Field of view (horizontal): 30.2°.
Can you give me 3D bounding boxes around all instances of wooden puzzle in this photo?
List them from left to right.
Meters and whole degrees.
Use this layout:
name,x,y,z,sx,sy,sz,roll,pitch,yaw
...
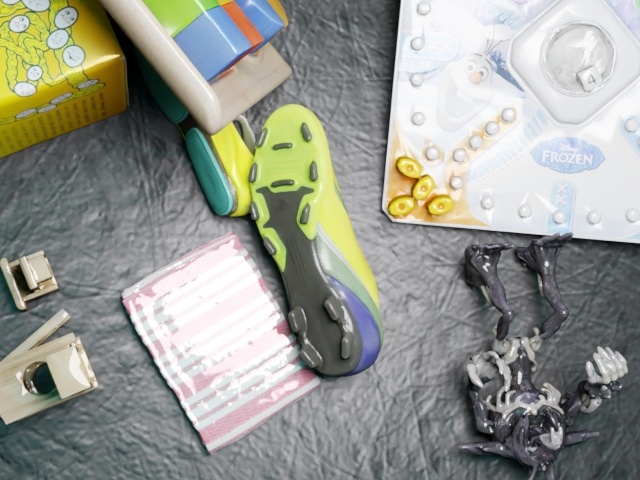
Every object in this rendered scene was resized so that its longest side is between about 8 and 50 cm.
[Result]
name,x,y,z,sx,sy,sz,roll,pitch,yaw
wooden puzzle,-0.146,-0.270,1.125,0.080,0.348,0.322,-37,97,15

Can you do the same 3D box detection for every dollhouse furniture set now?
name,x,y,z,sx,sy,sz,roll,pitch,yaw
dollhouse furniture set,-0.296,0.089,1.152,0.101,0.182,0.161,-22,86,-10

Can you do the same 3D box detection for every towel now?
name,x,y,z,sx,sy,sz,roll,pitch,yaw
towel,-0.105,0.107,1.258,0.144,0.029,0.197,-30,90,-11

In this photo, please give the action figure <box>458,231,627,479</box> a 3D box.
name,x,y,z,sx,sy,sz,roll,pitch,yaw
action figure,0.221,0.134,1.243,0.164,0.141,0.276,-5,80,-10

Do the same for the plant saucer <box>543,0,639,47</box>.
name,x,y,z,sx,sy,sz,roll,pitch,yaw
plant saucer,0.336,-0.322,1.349,0.332,0.084,0.332,1,83,-8

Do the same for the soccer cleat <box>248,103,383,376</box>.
name,x,y,z,sx,sy,sz,roll,pitch,yaw
soccer cleat,-0.001,0.001,1.250,0.093,0.121,0.289,-15,87,26

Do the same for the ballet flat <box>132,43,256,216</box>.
name,x,y,z,sx,sy,sz,roll,pitch,yaw
ballet flat,-0.122,-0.135,1.271,0.077,0.077,0.231,-27,89,-32

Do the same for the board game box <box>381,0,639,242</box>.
name,x,y,z,sx,sy,sz,roll,pitch,yaw
board game box,0.276,-0.195,1.265,0.389,0.050,0.390,5,98,0

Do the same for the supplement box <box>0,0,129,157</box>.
name,x,y,z,sx,sy,sz,roll,pitch,yaw
supplement box,-0.390,-0.178,1.169,0.356,0.195,0.194,-23,86,-11
